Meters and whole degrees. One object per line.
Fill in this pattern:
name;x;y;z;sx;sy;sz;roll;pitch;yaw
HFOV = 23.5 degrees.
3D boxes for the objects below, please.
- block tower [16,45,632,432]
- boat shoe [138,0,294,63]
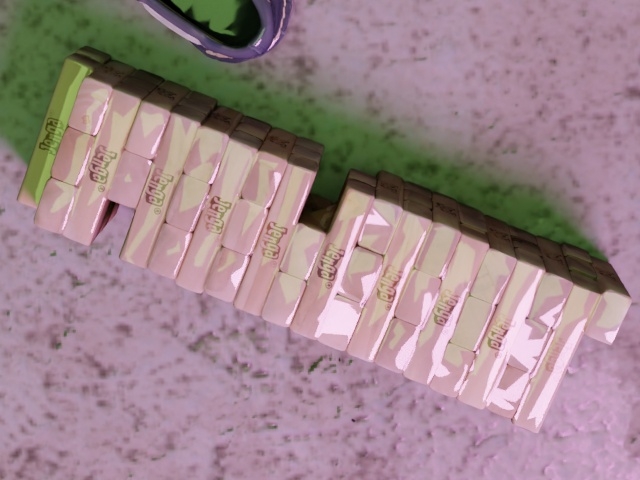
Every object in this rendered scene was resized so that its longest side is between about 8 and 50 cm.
block tower;0.000;0.000;0.871;0.336;0.091;0.097;21;104;-2
boat shoe;-0.113;-0.198;0.834;0.095;0.079;0.254;-36;99;10
